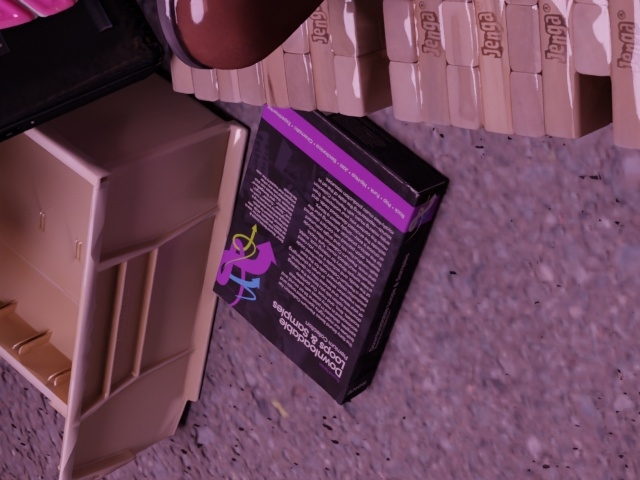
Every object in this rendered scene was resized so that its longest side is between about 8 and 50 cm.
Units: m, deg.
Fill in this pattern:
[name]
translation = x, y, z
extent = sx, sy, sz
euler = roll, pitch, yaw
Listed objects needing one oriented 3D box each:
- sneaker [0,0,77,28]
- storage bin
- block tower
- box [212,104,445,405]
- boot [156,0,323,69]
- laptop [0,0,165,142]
[sneaker]
translation = -0.132, -0.206, 0.784
extent = 0.103, 0.252, 0.111
euler = 51, 166, -31
[storage bin]
translation = -0.196, -0.015, 0.987
extent = 0.262, 0.123, 0.260
euler = 35, 130, 29
[block tower]
translation = 0.058, -0.108, 0.711
extent = 0.335, 0.091, 0.097
euler = 13, 117, 42
[box]
translation = 0.000, 0.000, 0.867
extent = 0.116, 0.029, 0.162
euler = 41, 131, 26
[boot]
translation = 0.096, -0.138, 0.578
extent = 0.280, 0.264, 0.096
euler = 30, 166, 35
[laptop]
translation = -0.334, -0.103, 0.927
extent = 0.382, 0.407, 0.236
euler = 61, 170, 27
